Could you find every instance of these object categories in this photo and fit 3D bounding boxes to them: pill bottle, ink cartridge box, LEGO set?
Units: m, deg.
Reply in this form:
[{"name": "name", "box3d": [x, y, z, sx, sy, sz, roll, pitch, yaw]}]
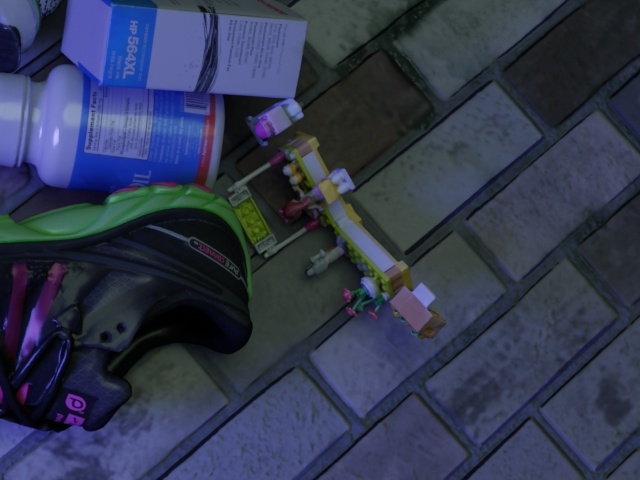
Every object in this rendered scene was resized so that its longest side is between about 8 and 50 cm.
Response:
[{"name": "pill bottle", "box3d": [-0.214, -0.108, 1.801, 0.222, 0.124, 0.124, 6, 71, -12]}, {"name": "ink cartridge box", "box3d": [-0.134, -0.199, 1.777, 0.203, 0.148, 0.085, 3, 107, -24]}, {"name": "LEGO set", "box3d": [0.000, 0.000, 1.830, 0.107, 0.132, 0.287, -34, 90, -14]}]

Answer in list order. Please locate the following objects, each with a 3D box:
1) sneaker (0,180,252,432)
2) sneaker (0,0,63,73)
[{"name": "sneaker", "box3d": [-0.276, 0.089, 1.686, 0.483, 0.185, 0.202, -17, 74, -19]}, {"name": "sneaker", "box3d": [-0.387, -0.360, 1.832, 0.410, 0.158, 0.182, 49, 58, 3]}]
